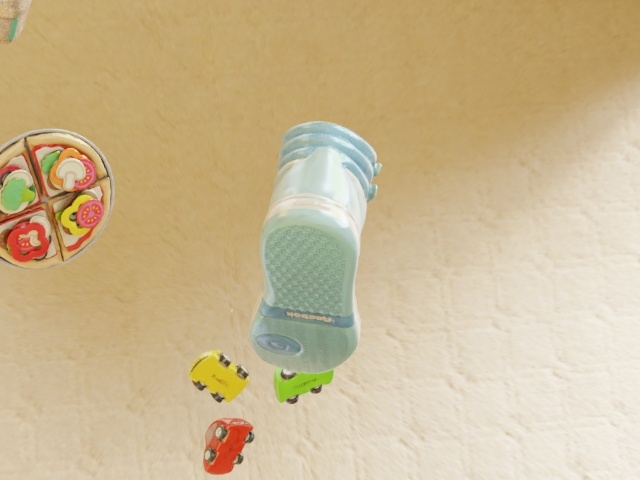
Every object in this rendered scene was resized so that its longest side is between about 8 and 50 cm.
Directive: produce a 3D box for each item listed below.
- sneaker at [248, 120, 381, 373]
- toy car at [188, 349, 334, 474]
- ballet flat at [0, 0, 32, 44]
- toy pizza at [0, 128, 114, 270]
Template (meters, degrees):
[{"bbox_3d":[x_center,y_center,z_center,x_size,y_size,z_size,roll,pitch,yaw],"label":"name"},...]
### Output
[{"bbox_3d":[0.000,0.000,1.197,0.127,0.319,0.208,12,54,-1],"label":"sneaker"},{"bbox_3d":[-0.088,0.223,1.608,0.225,0.053,0.239,-20,129,-20],"label":"toy car"},{"bbox_3d":[-0.429,-0.341,1.262,0.107,0.106,0.316,-18,57,-26],"label":"ballet flat"},{"bbox_3d":[-0.365,-0.050,1.439,0.201,0.032,0.201,-16,120,-30],"label":"toy pizza"}]
